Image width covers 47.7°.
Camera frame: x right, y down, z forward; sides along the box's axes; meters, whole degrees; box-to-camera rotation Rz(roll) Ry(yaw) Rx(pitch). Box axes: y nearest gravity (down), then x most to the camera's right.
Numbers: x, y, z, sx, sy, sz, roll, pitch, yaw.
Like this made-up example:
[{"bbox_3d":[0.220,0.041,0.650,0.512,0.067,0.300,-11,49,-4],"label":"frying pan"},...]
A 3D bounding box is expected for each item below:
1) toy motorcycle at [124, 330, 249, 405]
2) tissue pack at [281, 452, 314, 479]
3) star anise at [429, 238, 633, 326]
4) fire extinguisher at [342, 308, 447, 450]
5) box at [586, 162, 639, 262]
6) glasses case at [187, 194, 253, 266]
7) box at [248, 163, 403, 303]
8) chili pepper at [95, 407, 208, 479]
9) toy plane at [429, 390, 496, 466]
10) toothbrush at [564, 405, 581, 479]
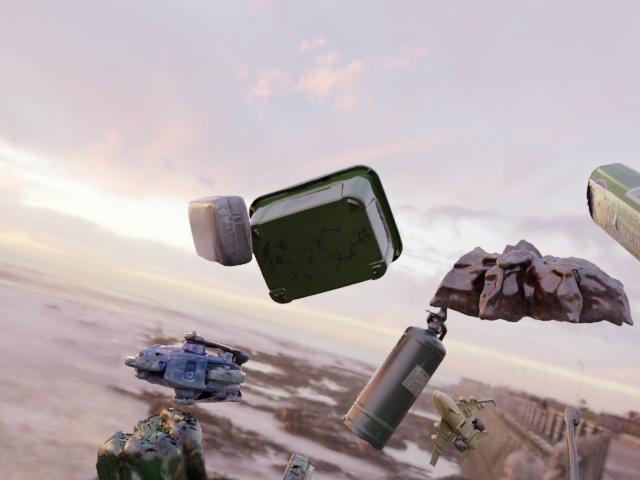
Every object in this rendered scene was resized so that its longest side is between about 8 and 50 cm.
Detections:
[{"bbox_3d":[-0.357,0.357,1.917,0.319,0.182,0.241,12,-36,-11],"label":"toy motorcycle"},{"bbox_3d":[-0.069,0.688,2.086,0.079,0.111,0.085,23,-33,6],"label":"tissue pack"},{"bbox_3d":[0.260,0.053,0.904,0.236,0.109,0.223,4,1,16],"label":"star anise"},{"bbox_3d":[0.157,0.235,1.324,0.093,0.294,0.118,30,-9,39],"label":"fire extinguisher"},{"bbox_3d":[0.557,-0.032,1.240,0.097,0.134,0.345,-10,19,4],"label":"box"},{"bbox_3d":[-0.205,-0.024,1.444,0.074,0.131,0.323,-10,6,-18],"label":"glasses case"},{"bbox_3d":[0.000,0.000,1.640,0.328,0.253,0.178,-17,20,18],"label":"box"},{"bbox_3d":[-0.381,0.543,1.698,0.248,0.257,0.233,-23,14,-35],"label":"chili pepper"},{"bbox_3d":[0.338,0.450,1.780,0.092,0.229,0.244,33,-19,49],"label":"toy plane"},{"bbox_3d":[0.533,0.483,1.522,0.030,0.297,0.030,27,-42,-12],"label":"toothbrush"}]
